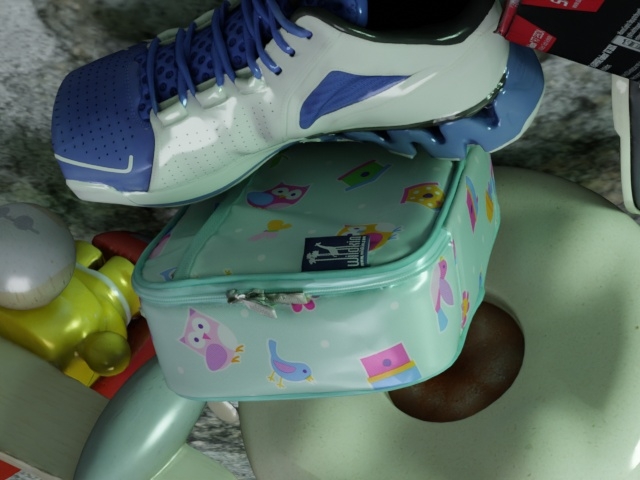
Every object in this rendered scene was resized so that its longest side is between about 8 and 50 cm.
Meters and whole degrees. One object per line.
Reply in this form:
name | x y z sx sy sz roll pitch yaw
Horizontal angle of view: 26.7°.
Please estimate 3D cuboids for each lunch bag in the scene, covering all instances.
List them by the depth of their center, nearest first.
lunch bag | 0.000 0.000 0.935 0.224 0.279 0.107 -2 117 18

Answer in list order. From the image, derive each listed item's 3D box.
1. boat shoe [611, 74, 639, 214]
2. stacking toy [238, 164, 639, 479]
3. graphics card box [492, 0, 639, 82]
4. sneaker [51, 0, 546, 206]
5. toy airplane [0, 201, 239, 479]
boat shoe | 0.245 -0.078 0.958 0.065 0.075 0.206 -1 152 17
stacking toy | 0.167 0.192 1.172 0.351 0.350 0.480 -6 146 20
graphics card box | 0.281 -0.102 0.667 0.371 0.094 0.233 20 180 5
sneaker | -0.025 -0.128 0.836 0.316 0.127 0.182 -8 151 9
toy airplane | -0.266 0.099 1.105 0.386 0.384 0.272 1 122 -11
